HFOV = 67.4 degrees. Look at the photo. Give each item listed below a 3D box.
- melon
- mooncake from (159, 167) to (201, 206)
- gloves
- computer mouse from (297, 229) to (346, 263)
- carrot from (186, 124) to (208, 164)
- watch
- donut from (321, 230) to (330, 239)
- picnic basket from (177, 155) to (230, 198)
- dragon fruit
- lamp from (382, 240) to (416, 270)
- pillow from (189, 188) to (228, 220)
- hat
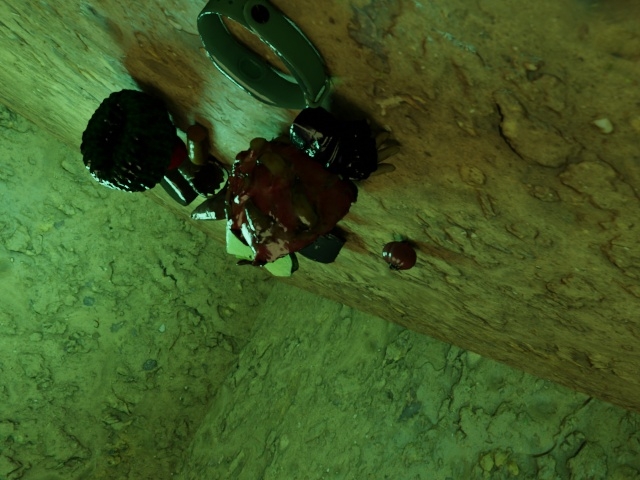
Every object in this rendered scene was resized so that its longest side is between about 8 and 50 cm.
[{"bbox_3d":[-0.258,0.048,2.251,0.343,0.226,0.331,11,152,10],"label":"melon"},{"bbox_3d":[-0.529,-0.245,1.769,0.228,0.124,0.228,42,163,16],"label":"mooncake"},{"bbox_3d":[0.052,-0.180,0.918,0.203,0.124,0.164,34,-172,-2],"label":"gloves"},{"bbox_3d":[0.002,-0.004,1.778,0.168,0.087,0.295,26,155,-5],"label":"computer mouse"},{"bbox_3d":[-0.375,-0.287,1.466,0.067,0.067,0.225,29,166,-7],"label":"carrot"},{"bbox_3d":[-0.094,-0.309,0.808,0.237,0.068,0.195,36,163,-20],"label":"watch"},{"bbox_3d":[-0.064,-0.098,1.525,0.217,0.085,0.141,37,165,-34],"label":"donut"},{"bbox_3d":[-0.378,-0.210,1.625,0.178,0.128,0.138,32,173,28],"label":"picnic basket"},{"bbox_3d":[-0.099,-0.123,1.149,0.296,0.314,0.263,-19,107,37],"label":"dragon fruit"},{"bbox_3d":[0.238,0.046,1.447,0.107,0.092,0.107,27,168,6],"label":"lamp"},{"bbox_3d":[-0.323,-0.132,1.678,0.223,0.236,0.084,7,124,47],"label":"pillow"},{"bbox_3d":[-0.499,-0.266,1.404,0.242,0.274,0.332,35,-173,16],"label":"hat"}]
